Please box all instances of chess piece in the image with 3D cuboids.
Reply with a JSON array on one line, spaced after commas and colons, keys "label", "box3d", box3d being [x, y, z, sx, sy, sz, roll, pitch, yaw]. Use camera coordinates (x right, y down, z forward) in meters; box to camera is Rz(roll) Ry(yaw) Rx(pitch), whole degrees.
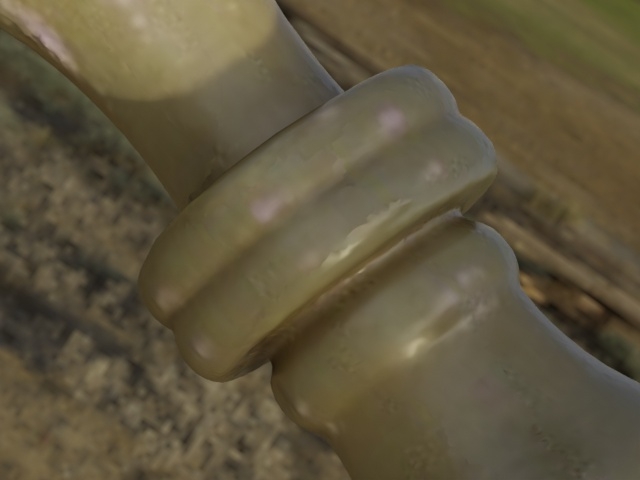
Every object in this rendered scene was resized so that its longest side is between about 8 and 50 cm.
[{"label": "chess piece", "box3d": [0.000, 0.000, 0.532, 0.397, 0.117, 0.117, 53, 15, 8]}]
